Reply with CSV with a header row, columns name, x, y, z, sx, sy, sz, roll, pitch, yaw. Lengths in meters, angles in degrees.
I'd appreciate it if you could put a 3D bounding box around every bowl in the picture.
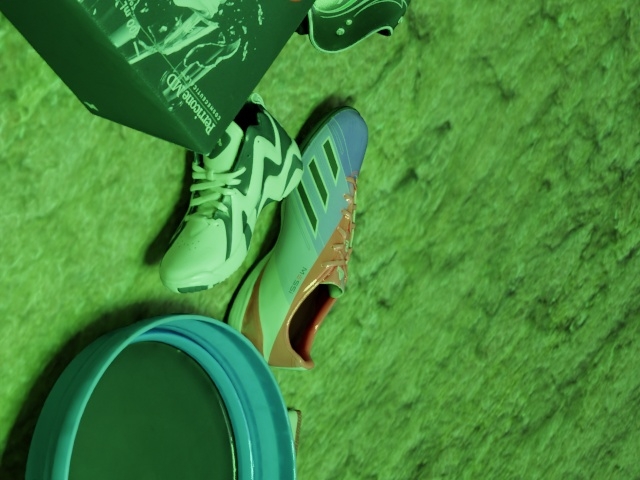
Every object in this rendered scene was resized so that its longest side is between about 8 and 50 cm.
name,x,y,z,sx,sy,sz,roll,pitch,yaw
bowl,-0.172,0.274,2.026,0.391,0.077,0.391,2,87,-53

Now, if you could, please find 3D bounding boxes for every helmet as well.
name,x,y,z,sx,sy,sz,roll,pitch,yaw
helmet,0.022,-0.291,2.013,0.161,0.169,0.169,-25,126,-23

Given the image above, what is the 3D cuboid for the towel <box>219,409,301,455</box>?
name,x,y,z,sx,sy,sz,roll,pitch,yaw
towel,-0.150,0.328,2.191,0.329,0.037,0.237,-6,109,-51

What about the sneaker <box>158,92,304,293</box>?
name,x,y,z,sx,sy,sz,roll,pitch,yaw
sneaker,-0.115,-0.066,2.005,0.235,0.094,0.153,-47,136,-26

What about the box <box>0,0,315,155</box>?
name,x,y,z,sx,sy,sz,roll,pitch,yaw
box,-0.159,-0.313,1.772,0.312,0.179,0.343,-56,140,-14

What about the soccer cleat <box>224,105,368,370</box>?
name,x,y,z,sx,sy,sz,roll,pitch,yaw
soccer cleat,0.000,0.000,2.153,0.109,0.116,0.318,27,85,-52
